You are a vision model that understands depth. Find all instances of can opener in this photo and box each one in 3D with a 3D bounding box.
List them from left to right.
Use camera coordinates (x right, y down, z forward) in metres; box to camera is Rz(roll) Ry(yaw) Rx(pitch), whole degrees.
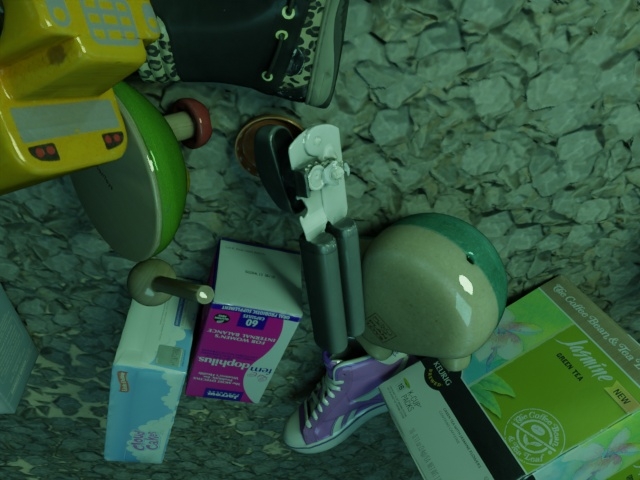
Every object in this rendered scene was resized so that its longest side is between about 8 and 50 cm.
[{"bbox_3d":[0.000,0.000,0.577,0.093,0.074,0.280,16,128,41],"label":"can opener"}]

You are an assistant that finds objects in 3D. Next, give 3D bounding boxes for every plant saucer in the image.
[{"bbox_3d":[-0.052,-0.101,0.560,0.084,0.013,0.083,-2,134,-2],"label":"plant saucer"}]

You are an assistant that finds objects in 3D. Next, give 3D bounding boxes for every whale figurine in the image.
[{"bbox_3d":[0.123,0.069,0.663,0.216,0.141,0.272,47,147,7],"label":"whale figurine"}]

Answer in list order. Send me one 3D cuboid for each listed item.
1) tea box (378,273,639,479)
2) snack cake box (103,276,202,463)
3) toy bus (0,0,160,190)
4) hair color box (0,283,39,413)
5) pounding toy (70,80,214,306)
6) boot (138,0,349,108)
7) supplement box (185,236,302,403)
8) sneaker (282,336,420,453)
[{"bbox_3d":[0.320,0.287,0.763,0.324,0.220,0.329,-34,129,3],"label":"tea box"},{"bbox_3d":[-0.241,0.190,0.732,0.089,0.152,0.264,12,132,-14],"label":"snack cake box"},{"bbox_3d":[-0.274,-0.102,0.410,0.333,0.108,0.130,-9,103,29],"label":"toy bus"},{"bbox_3d":[-0.520,0.078,0.637,0.186,0.113,0.374,1,134,-4],"label":"hair color box"},{"bbox_3d":[-0.159,-0.057,0.522,0.183,0.110,0.236,-12,102,48],"label":"pounding toy"},{"bbox_3d":[-0.066,-0.218,0.400,0.179,0.085,0.236,3,134,-3],"label":"boot"},{"bbox_3d":[-0.109,0.117,0.700,0.111,0.113,0.220,11,134,-15],"label":"supplement box"},{"bbox_3d":[0.020,0.237,0.839,0.282,0.102,0.161,-36,123,14],"label":"sneaker"}]
